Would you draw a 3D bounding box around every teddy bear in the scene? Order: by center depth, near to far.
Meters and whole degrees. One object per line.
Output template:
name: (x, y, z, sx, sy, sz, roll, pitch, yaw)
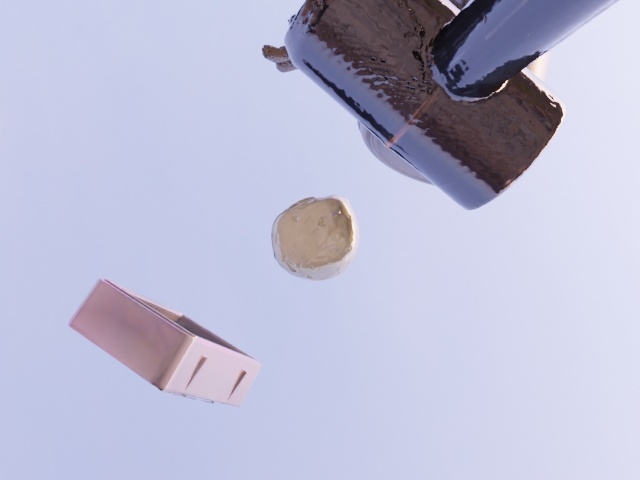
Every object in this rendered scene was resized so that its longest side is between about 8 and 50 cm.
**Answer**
teddy bear: (-0.017, -0.342, 1.080, 0.160, 0.119, 0.078, -29, -107, 17)

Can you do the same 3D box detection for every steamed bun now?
steamed bun: (0.000, 0.000, 0.848, 0.129, 0.091, 0.113, -24, -108, 23)

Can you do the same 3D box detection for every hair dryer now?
hair dryer: (0.103, -0.142, 0.319, 0.189, 0.352, 0.107, 38, -108, -6)

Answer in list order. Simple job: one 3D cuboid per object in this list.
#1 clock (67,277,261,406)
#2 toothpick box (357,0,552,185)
clock: (-0.169, 0.123, 0.707, 0.150, 0.197, 0.063, 26, -99, 26)
toothpick box: (0.184, -0.249, 0.764, 0.228, 0.229, 0.317, 19, -105, -8)
